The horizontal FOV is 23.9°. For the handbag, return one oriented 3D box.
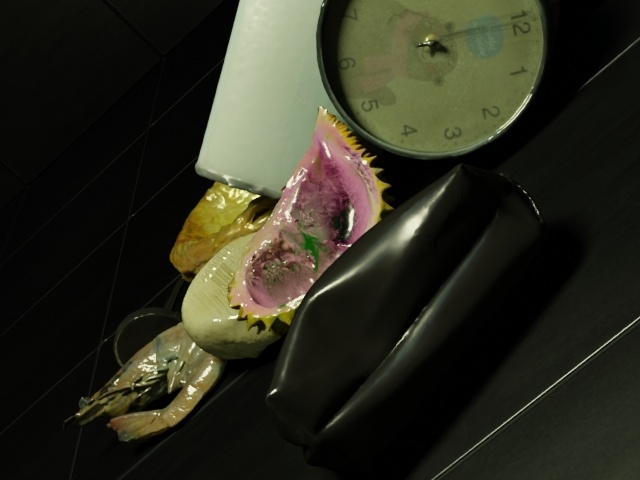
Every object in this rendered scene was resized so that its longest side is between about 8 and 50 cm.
[{"bbox_3d":[0.063,0.071,1.521,0.342,0.152,0.288,-49,3,-11],"label":"handbag"}]

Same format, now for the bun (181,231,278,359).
[{"bbox_3d":[-0.077,0.072,1.868,0.188,0.111,0.164,-45,35,-8],"label":"bun"}]

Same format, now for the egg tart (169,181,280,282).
[{"bbox_3d":[-0.073,-0.036,2.048,0.294,0.123,0.294,-38,19,15],"label":"egg tart"}]

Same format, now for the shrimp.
[{"bbox_3d":[-0.213,0.201,1.945,0.254,0.059,0.145,-38,44,3],"label":"shrimp"}]

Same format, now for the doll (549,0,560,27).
[{"bbox_3d":[0.192,-0.300,1.879,0.268,0.216,0.284,-6,46,45],"label":"doll"}]

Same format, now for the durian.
[{"bbox_3d":[0.012,0.009,1.733,0.260,0.154,0.186,-54,26,0],"label":"durian"}]

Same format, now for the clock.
[{"bbox_3d":[0.130,-0.228,1.730,0.280,0.280,0.055,-41,1,13],"label":"clock"}]

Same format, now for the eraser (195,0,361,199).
[{"bbox_3d":[-0.027,-0.196,1.836,0.104,0.189,0.290,-40,-33,-77],"label":"eraser"}]

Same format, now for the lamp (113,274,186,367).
[{"bbox_3d":[-0.174,0.081,2.150,0.130,0.108,0.371,-61,-4,24],"label":"lamp"}]
